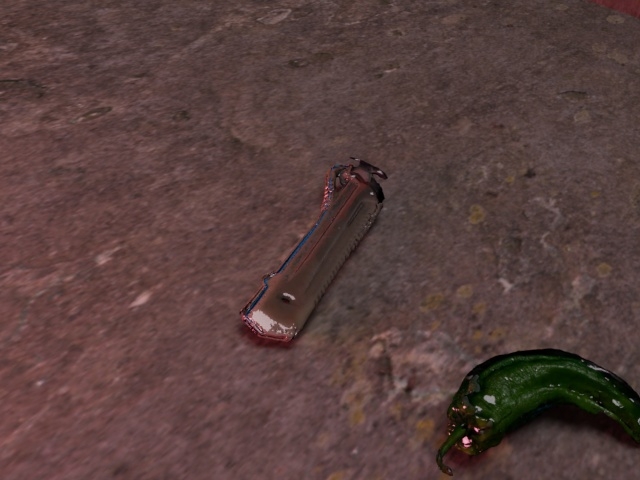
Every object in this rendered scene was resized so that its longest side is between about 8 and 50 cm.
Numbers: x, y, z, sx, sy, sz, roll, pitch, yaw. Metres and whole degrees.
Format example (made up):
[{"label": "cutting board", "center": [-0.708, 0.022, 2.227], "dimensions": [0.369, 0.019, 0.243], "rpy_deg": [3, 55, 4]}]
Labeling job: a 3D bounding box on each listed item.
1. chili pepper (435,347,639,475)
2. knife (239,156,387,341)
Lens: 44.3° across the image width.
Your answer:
[{"label": "chili pepper", "center": [0.198, 0.166, 0.759], "dimensions": [0.278, 0.065, 0.122], "rpy_deg": [-4, 35, -28]}, {"label": "knife", "center": [-0.001, 0.005, 0.948], "dimensions": [0.089, 0.043, 0.365], "rpy_deg": [20, 38, 11]}]
